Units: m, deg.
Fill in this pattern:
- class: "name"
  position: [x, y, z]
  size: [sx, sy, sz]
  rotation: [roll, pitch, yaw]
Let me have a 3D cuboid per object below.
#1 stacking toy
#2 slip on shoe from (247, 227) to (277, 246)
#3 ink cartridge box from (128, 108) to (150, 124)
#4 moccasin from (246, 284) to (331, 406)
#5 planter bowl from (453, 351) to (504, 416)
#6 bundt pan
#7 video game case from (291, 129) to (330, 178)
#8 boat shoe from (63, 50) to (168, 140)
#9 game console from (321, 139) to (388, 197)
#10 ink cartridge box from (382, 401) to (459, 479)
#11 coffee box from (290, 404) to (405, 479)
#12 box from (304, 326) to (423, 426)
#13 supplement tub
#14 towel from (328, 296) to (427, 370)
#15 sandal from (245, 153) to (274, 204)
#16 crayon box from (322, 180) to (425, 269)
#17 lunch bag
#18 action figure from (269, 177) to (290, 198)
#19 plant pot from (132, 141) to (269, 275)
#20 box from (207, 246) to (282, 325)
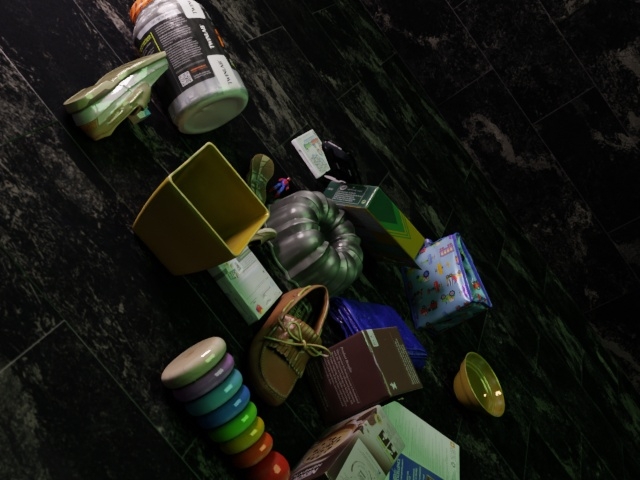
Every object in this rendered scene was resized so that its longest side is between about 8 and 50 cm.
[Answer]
- class: "stacking toy"
  position: [-0.164, 0.355, 1.436]
  size: [0.330, 0.141, 0.141]
  rotation: [57, 29, -10]
- class: "slip on shoe"
  position: [-0.159, -0.003, 1.856]
  size: [0.135, 0.051, 0.041]
  rotation: [2, 55, -52]
- class: "ink cartridge box"
  position: [-0.449, -0.321, 1.749]
  size: [0.083, 0.028, 0.048]
  rotation: [53, 30, -8]
- class: "moccasin"
  position: [-0.058, 0.228, 1.687]
  size: [0.139, 0.147, 0.380]
  rotation: [52, 29, -10]
- class: "planter bowl"
  position: [0.485, 0.470, 2.337]
  size: [0.217, 0.090, 0.217]
  rotation: [37, 36, -33]
- class: "bundt pan"
  position: [0.000, 0.000, 2.025]
  size: [0.331, 0.124, 0.330]
  rotation: [38, 34, -32]
- class: "video game case"
  position: [-0.019, -0.280, 2.373]
  size: [0.143, 0.019, 0.157]
  rotation: [55, 29, -5]
- class: "boat shoe"
  position: [-0.444, -0.331, 1.669]
  size: [0.302, 0.113, 0.103]
  rotation: [-48, 123, -40]
- class: "game console"
  position: [0.091, -0.180, 2.165]
  size: [0.043, 0.213, 0.361]
  rotation: [-61, 158, -14]
- class: "ink cartridge box"
  position: [0.227, 0.573, 1.860]
  size: [0.307, 0.072, 0.303]
  rotation: [36, 35, -16]
- class: "coffee box"
  position: [0.041, 0.489, 1.565]
  size: [0.118, 0.168, 0.297]
  rotation: [58, 28, 0]
- class: "box"
  position: [0.099, 0.325, 1.775]
  size: [0.167, 0.203, 0.168]
  rotation: [5, 59, -56]
- class: "supplement tub"
  position: [-0.340, -0.458, 1.866]
  size: [0.207, 0.207, 0.337]
  rotation: [-10, 71, -59]
- class: "towel"
  position: [0.165, 0.253, 2.032]
  size: [0.308, 0.076, 0.227]
  rotation: [16, 37, -54]
- class: "sandal"
  position: [-0.174, -0.160, 1.999]
  size: [0.072, 0.049, 0.180]
  rotation: [30, 54, -32]
- class: "crayon box"
  position: [0.168, -0.046, 2.201]
  size: [0.323, 0.203, 0.083]
  rotation: [45, 69, -37]
- class: "lunch bag"
  position: [0.385, 0.123, 2.387]
  size: [0.138, 0.221, 0.293]
  rotation: [19, 47, -49]
- class: "action figure"
  position: [-0.110, -0.156, 2.107]
  size: [0.038, 0.030, 0.115]
  rotation: [48, 28, -7]
- class: "plant pot"
  position: [-0.272, -0.049, 1.590]
  size: [0.212, 0.187, 0.212]
  rotation: [51, 30, -12]
- class: "box"
  position: [-0.183, 0.089, 1.746]
  size: [0.186, 0.038, 0.145]
  rotation: [53, 30, -6]
